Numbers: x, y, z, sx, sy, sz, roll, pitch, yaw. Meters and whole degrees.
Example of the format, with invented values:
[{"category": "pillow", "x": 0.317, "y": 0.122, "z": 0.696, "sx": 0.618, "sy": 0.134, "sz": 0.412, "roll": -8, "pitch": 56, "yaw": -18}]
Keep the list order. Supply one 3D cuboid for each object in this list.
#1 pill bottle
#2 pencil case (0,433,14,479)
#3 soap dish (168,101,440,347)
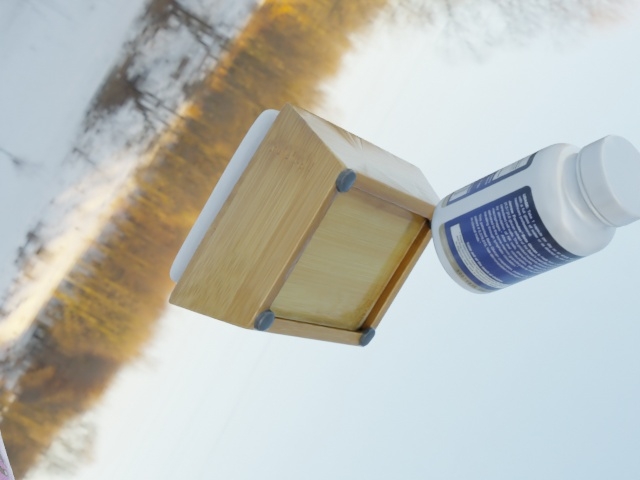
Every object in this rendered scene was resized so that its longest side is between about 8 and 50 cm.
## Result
[{"category": "pill bottle", "x": 0.180, "y": -0.023, "z": 0.881, "sx": 0.169, "sy": 0.094, "sz": 0.094, "roll": -26, "pitch": -150, "yaw": 44}, {"category": "pencil case", "x": -0.276, "y": 0.183, "z": 0.699, "sx": 0.160, "sy": 0.167, "sz": 0.386, "roll": 77, "pitch": -9, "yaw": -59}, {"category": "soap dish", "x": 0.000, "y": 0.000, "z": 1.143, "sx": 0.229, "sy": 0.118, "sz": 0.291, "roll": -59, "pitch": 149, "yaw": 9}]
